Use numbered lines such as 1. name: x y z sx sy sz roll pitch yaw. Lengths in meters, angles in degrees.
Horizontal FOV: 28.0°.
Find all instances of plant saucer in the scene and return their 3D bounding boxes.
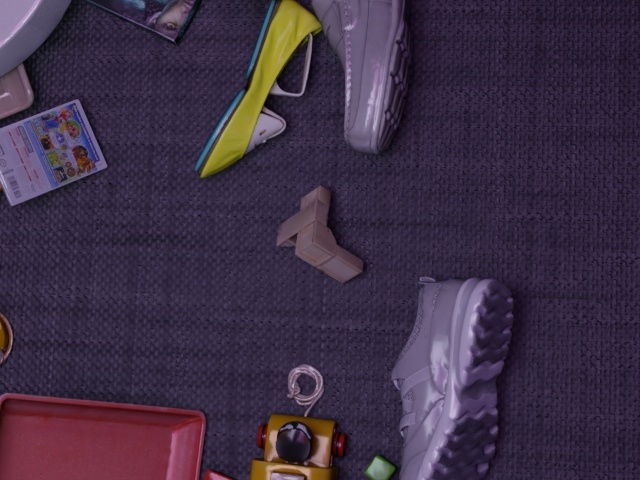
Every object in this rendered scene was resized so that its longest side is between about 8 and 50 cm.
1. plant saucer: -0.254 0.300 1.374 0.048 0.258 0.259 -2 79 51

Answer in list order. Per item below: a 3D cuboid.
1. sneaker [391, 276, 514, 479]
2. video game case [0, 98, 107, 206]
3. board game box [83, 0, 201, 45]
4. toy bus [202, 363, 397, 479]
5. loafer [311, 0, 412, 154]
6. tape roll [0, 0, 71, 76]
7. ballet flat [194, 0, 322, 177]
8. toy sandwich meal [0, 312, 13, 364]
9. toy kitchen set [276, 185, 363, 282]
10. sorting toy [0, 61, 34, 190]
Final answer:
1. sneaker: 0.128 0.172 1.398 0.115 0.105 0.281 14 89 43
2. video game case: -0.318 -0.102 1.481 0.122 0.011 0.087 -25 96 -22
3. board game box: -0.223 -0.325 1.526 0.186 0.026 0.126 26 86 10
4. toy bus: -0.030 0.263 1.386 0.191 0.104 0.202 -40 80 1
5. loafer: 0.046 -0.251 1.444 0.111 0.112 0.319 1 75 13
6. tape roll: -0.460 -0.361 1.490 0.392 0.072 0.392 -1 83 11
7. ballet flat: -0.064 -0.165 1.465 0.077 0.077 0.231 25 85 -7
8. toy sandwich meal: -0.398 0.112 1.492 0.085 0.029 0.085 -1 83 8
9. toy kitchen set: 0.000 0.000 1.458 0.068 0.075 0.083 -32 38 39
10. sorting toy: -0.446 -0.206 1.533 0.196 0.047 0.347 -22 81 8
